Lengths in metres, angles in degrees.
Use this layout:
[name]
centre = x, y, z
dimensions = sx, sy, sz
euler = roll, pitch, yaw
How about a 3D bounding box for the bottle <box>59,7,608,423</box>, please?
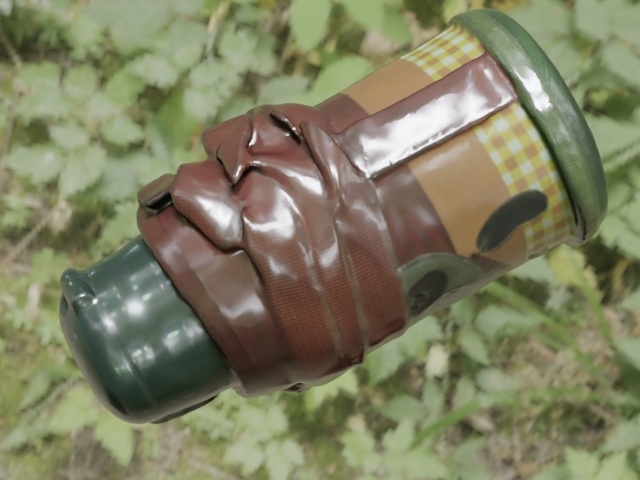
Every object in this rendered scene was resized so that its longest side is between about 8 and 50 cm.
[bottle]
centre = 0.000, 0.000, 0.887
dimensions = 0.271, 0.156, 0.143
euler = -29, 29, -7
